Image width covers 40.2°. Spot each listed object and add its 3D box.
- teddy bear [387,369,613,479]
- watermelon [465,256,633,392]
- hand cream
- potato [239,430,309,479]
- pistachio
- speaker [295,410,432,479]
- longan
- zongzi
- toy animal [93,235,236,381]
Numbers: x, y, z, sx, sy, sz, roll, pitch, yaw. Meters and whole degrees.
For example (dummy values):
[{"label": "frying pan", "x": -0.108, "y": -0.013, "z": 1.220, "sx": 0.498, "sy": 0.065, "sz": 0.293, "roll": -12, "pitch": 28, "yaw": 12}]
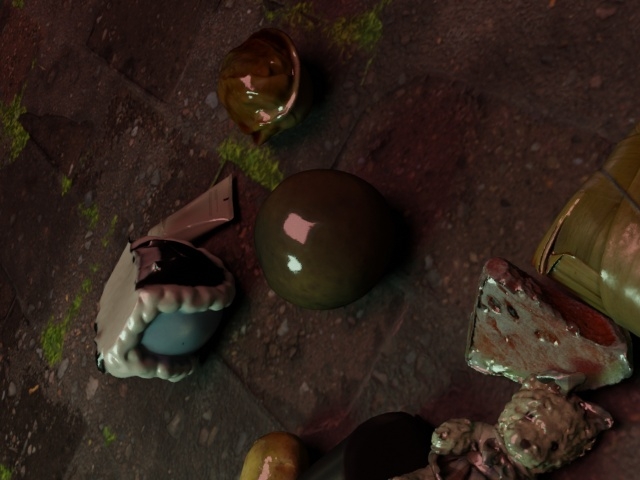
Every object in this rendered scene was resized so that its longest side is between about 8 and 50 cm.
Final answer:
[{"label": "teddy bear", "x": 0.167, "y": 0.208, "z": 0.798, "sx": 0.213, "sy": 0.111, "sz": 0.133, "roll": -42, "pitch": 76, "yaw": -1}, {"label": "watermelon", "x": 0.199, "y": 0.066, "z": 0.804, "sx": 0.187, "sy": 0.139, "sz": 0.071, "roll": -3, "pitch": 38, "yaw": 49}, {"label": "hand cream", "x": -0.201, "y": -0.027, "z": 1.357, "sx": 0.186, "sy": 0.054, "sz": 0.087, "roll": -30, "pitch": 48, "yaw": 30}, {"label": "potato", "x": -0.062, "y": 0.303, "z": 1.016, "sx": 0.107, "sy": 0.080, "sz": 0.170, "roll": -166, "pitch": 90, "yaw": -73}, {"label": "pistachio", "x": -0.087, "y": -0.223, "z": 1.250, "sx": 0.210, "sy": 0.131, "sz": 0.165, "roll": 50, "pitch": 123, "yaw": 58}, {"label": "speaker", "x": 0.046, "y": 0.349, "z": 0.798, "sx": 0.180, "sy": 0.184, "sz": 0.388, "roll": -45, "pitch": 44, "yaw": 27}, {"label": "longan", "x": 0.000, "y": 0.000, "z": 1.033, "sx": 0.187, "sy": 0.168, "sz": 0.167, "roll": 139, "pitch": 137, "yaw": -60}, {"label": "zongzi", "x": 0.327, "y": -0.023, "z": 0.714, "sx": 0.256, "sy": 0.115, "sz": 0.228, "roll": -52, "pitch": 45, "yaw": 4}, {"label": "toy animal", "x": -0.223, "y": 0.103, "z": 1.241, "sx": 0.204, "sy": 0.156, "sz": 0.208, "roll": -62, "pitch": 23, "yaw": 14}]
